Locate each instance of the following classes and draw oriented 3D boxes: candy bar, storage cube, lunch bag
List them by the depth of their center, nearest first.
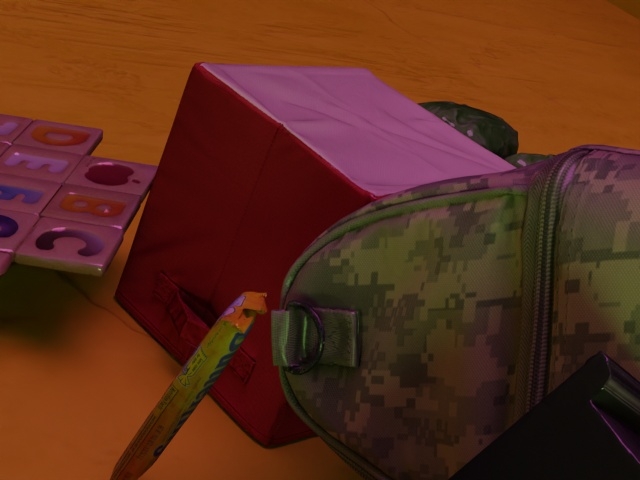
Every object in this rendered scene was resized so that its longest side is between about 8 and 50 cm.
[{"bbox_3d":[-0.075,0.086,0.597,0.018,0.161,0.040,39,29,3],"label":"candy bar"},{"bbox_3d":[0.153,0.050,0.625,0.256,0.213,0.305,10,10,37],"label":"lunch bag"},{"bbox_3d":[0.000,0.000,0.792,0.215,0.193,0.183,-6,37,-48],"label":"storage cube"}]

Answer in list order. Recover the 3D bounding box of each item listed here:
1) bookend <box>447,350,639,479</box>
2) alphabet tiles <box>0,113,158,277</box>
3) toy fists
[{"bbox_3d":[0.096,0.152,0.389,0.072,0.157,0.156,33,17,-50],"label":"bookend"},{"bbox_3d":[-0.296,-0.044,0.765,0.342,0.011,0.285,9,25,1],"label":"alphabet tiles"},{"bbox_3d":[0.201,-0.074,1.229,0.279,0.096,0.142,34,17,27],"label":"toy fists"}]
